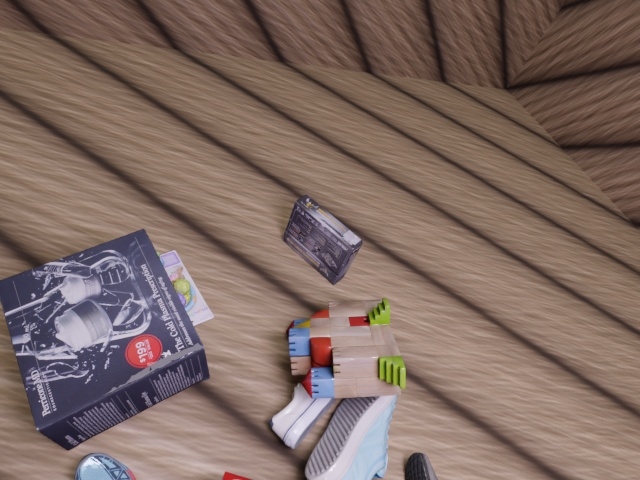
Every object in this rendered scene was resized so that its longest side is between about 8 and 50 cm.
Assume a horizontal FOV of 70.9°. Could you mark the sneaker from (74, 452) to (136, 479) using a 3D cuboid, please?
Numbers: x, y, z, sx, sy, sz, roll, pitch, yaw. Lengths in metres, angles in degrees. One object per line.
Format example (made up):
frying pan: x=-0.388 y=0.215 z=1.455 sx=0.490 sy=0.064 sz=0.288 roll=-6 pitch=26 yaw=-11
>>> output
sneaker: x=-0.363 y=0.492 z=0.814 sx=0.104 sy=0.125 sz=0.262 roll=-24 pitch=62 yaw=-37

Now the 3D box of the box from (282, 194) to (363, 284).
box: x=0.000 y=0.000 z=1.369 sx=0.231 sy=0.183 sz=0.056 roll=40 pitch=48 yaw=16

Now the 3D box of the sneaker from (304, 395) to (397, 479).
sneaker: x=0.103 y=0.467 z=1.054 sx=0.366 sy=0.135 sz=0.150 roll=-37 pitch=100 yaw=-46

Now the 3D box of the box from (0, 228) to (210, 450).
box: x=-0.456 y=0.198 z=0.970 sx=0.312 sy=0.179 sz=0.343 roll=-25 pitch=61 yaw=-23

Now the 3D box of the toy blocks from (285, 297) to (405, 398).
toy blocks: x=0.039 y=0.251 z=1.084 sx=0.260 sy=0.191 sz=0.381 roll=-3 pitch=17 yaw=-1

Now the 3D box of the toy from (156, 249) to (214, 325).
toy: x=-0.394 y=0.124 z=1.184 sx=0.136 sy=0.056 sz=0.237 roll=-22 pitch=61 yaw=-34

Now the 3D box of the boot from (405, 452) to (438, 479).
boot: x=0.301 y=0.606 z=1.028 sx=0.161 sy=0.083 sz=0.247 roll=0 pitch=57 yaw=-28

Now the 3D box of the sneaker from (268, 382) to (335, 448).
sneaker: x=-0.019 y=0.374 z=1.086 sx=0.091 sy=0.094 sz=0.258 roll=33 pitch=41 yaw=21

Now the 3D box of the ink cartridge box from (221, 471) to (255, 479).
ink cartridge box: x=-0.078 y=0.580 z=0.751 sx=0.271 sy=0.130 sz=0.309 roll=19 pitch=12 yaw=-6
